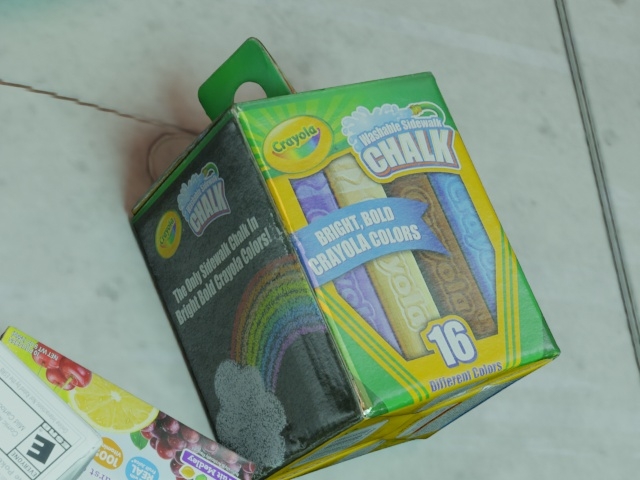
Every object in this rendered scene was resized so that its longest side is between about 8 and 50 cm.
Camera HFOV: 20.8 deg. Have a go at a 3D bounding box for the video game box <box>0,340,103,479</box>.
[{"bbox_3d":[-0.228,0.079,0.733,0.205,0.048,0.187,43,49,7],"label":"video game box"}]

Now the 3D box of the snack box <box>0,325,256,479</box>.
[{"bbox_3d":[-0.111,0.119,0.824,0.141,0.037,0.100,31,54,-13],"label":"snack box"}]

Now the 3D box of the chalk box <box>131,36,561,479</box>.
[{"bbox_3d":[0.000,0.000,0.898,0.132,0.132,0.213,-12,73,-36],"label":"chalk box"}]
